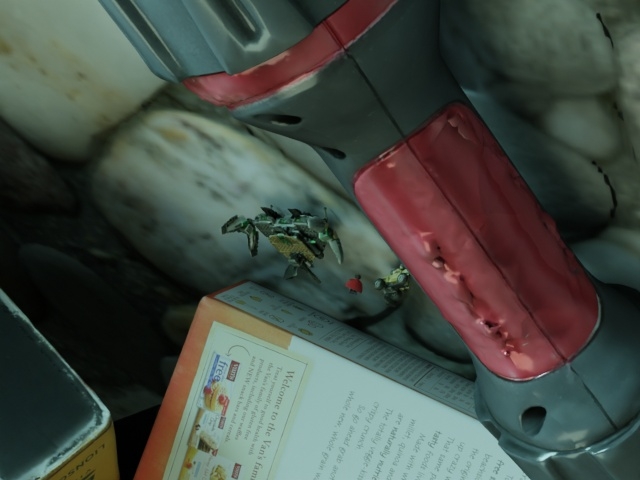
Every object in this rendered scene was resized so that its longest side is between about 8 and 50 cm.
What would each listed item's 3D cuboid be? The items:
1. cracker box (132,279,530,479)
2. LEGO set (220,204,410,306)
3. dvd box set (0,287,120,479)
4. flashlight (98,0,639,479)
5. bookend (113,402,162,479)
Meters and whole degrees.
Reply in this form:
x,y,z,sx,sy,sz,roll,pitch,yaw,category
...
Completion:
x,y,z,sx,sy,sz,roll,pitch,yaw,category
0.032,0.135,0.733,0.232,0.156,0.067,25,-168,13,cracker box
0.000,0.001,0.700,0.083,0.023,0.054,27,155,-20,LEGO set
-0.215,0.101,0.895,0.307,0.062,0.420,44,155,22,dvd box set
0.045,-0.011,0.557,0.103,0.103,0.304,-7,132,43,flashlight
-0.016,0.156,0.868,0.072,0.156,0.157,-25,75,55,bookend
